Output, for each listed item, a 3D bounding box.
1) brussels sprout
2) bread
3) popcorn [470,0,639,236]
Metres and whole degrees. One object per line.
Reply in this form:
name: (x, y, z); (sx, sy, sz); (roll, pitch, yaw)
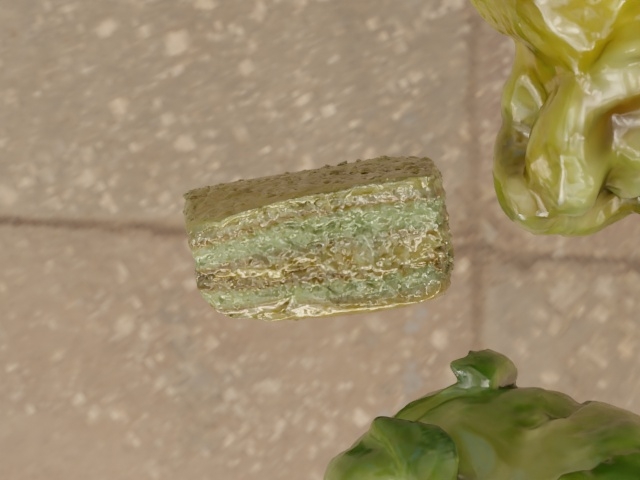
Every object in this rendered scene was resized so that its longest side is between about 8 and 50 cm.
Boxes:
brussels sprout: (0.130, 0.202, 1.151); (0.259, 0.294, 0.227); (4, 138, 16)
bread: (0.000, 0.000, 1.377); (0.196, 0.138, 0.102); (-8, 98, 2)
popcorn: (0.210, -0.185, 1.125); (0.292, 0.293, 0.334); (-16, 107, 14)
